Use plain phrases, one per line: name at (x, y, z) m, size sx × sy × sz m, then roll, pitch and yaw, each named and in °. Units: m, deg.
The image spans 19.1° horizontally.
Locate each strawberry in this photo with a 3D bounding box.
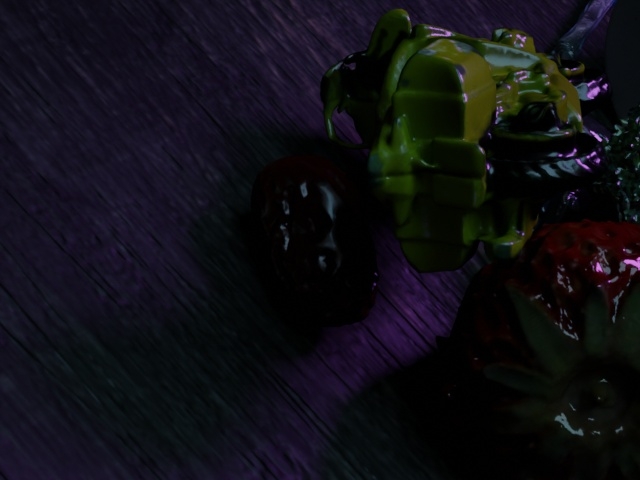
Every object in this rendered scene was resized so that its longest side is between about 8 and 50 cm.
strawberry at (0.187, 0.072, 1.300) m, size 0.205 × 0.205 × 0.244 m, roll 35°, pitch 14°, yaw -4°

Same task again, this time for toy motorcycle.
toy motorcycle at (0.094, -0.082, 1.297) m, size 0.342 × 0.206 × 0.142 m, roll -62°, pitch 142°, yaw -73°

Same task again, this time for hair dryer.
hair dryer at (0.158, -0.032, 1.452) m, size 0.195 × 0.075 × 0.219 m, roll 45°, pitch 45°, yaw -11°

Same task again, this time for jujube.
jujube at (0.000, 0.000, 1.279) m, size 0.077 × 0.077 × 0.129 m, roll 5°, pitch 48°, yaw -36°

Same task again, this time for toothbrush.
toothbrush at (0.232, -0.183, 1.697) m, size 0.042 × 0.035 × 0.413 m, roll 36°, pitch 37°, yaw 2°

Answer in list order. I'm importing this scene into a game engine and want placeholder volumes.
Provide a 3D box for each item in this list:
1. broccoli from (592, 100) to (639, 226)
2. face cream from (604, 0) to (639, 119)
broccoli at (0.292, -0.008, 1.434) m, size 0.220 × 0.194 × 0.194 m, roll 6°, pitch 42°, yaw -3°
face cream at (0.385, -0.162, 1.649) m, size 0.179 × 0.218 × 0.218 m, roll -14°, pitch 60°, yaw -48°
